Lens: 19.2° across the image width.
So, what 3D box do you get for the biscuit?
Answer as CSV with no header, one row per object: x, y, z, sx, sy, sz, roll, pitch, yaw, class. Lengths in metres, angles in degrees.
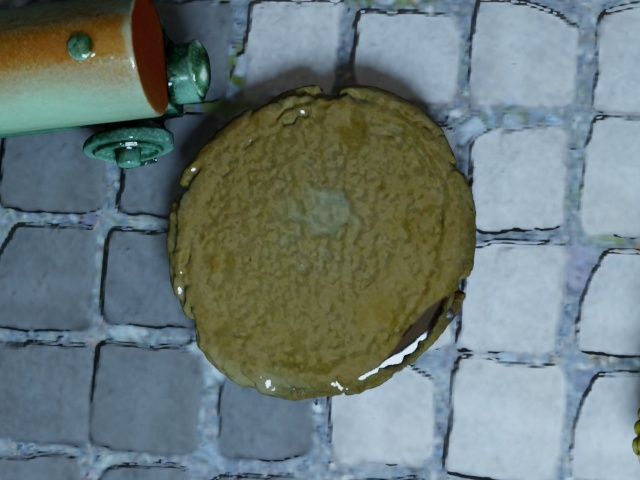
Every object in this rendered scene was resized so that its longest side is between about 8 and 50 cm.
0.000,0.000,1.294,0.226,0.042,0.226,-2,81,12,biscuit

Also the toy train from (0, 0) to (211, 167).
-0.222,-0.106,1.284,0.285,0.177,0.116,-5,81,9,toy train

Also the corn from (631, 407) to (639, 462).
0.280,0.005,1.211,0.101,0.101,0.310,15,82,13,corn
